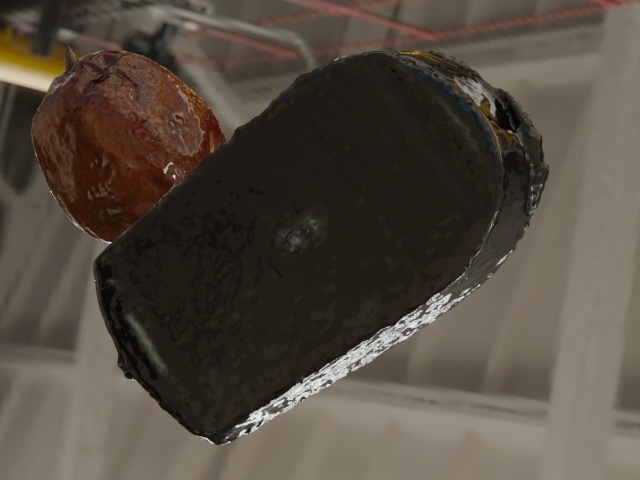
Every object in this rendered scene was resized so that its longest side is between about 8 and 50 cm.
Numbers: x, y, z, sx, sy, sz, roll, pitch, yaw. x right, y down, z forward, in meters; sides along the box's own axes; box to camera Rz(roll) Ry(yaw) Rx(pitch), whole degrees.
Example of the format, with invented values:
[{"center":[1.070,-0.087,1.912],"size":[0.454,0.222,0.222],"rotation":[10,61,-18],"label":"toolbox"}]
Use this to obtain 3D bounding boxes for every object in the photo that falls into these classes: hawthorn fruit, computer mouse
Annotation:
[{"center":[-0.177,-0.078,1.646],"size":[0.173,0.179,0.173],"rotation":[-51,-157,31],"label":"hawthorn fruit"},{"center":[0.002,0.001,1.125],"size":[0.295,0.087,0.168],"rotation":[-35,-112,6],"label":"computer mouse"}]
